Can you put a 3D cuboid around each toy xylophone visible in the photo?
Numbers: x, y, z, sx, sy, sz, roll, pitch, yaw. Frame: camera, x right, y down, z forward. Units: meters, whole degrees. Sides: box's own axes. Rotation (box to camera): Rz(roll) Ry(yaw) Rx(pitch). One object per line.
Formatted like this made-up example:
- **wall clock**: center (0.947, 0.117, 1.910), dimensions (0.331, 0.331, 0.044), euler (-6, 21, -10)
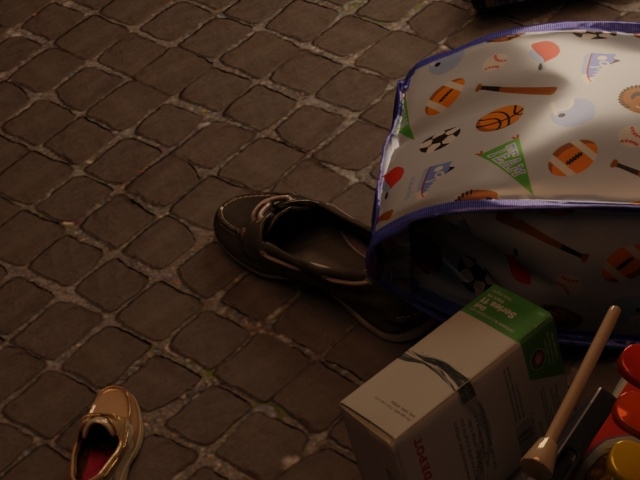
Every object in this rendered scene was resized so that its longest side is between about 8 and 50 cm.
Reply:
- **toy xylophone**: center (0.298, 0.187, 1.585), dimensions (0.236, 0.081, 0.322), euler (34, 53, 8)

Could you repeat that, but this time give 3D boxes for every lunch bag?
- **lunch bag**: center (0.252, -0.059, 1.953), dimensions (0.386, 0.239, 0.328), euler (4, 40, 8)

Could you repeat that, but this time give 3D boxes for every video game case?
- **video game case**: center (0.153, 0.266, 1.650), dimensions (0.026, 0.196, 0.274), euler (36, 55, 3)

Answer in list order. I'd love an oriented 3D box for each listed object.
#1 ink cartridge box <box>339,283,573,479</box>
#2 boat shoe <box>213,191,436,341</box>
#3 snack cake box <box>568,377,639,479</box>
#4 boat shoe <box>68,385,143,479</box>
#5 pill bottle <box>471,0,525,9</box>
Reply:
- **ink cartridge box**: center (0.132, 0.165, 1.790), dimensions (0.208, 0.153, 0.087), euler (-35, 41, -24)
- **boat shoe**: center (0.000, 0.000, 2.071), dimensions (0.112, 0.095, 0.335), euler (-38, 45, -25)
- **snack cake box**: center (0.291, 0.249, 1.690), dimensions (0.152, 0.089, 0.264), euler (13, 47, 33)
- **boat shoe**: center (-0.221, 0.205, 1.930), dimensions (0.063, 0.059, 0.170), euler (-8, 40, 9)
- **pill bottle**: center (0.292, -0.371, 2.394), dimensions (0.219, 0.122, 0.122), euler (-9, 40, 7)
